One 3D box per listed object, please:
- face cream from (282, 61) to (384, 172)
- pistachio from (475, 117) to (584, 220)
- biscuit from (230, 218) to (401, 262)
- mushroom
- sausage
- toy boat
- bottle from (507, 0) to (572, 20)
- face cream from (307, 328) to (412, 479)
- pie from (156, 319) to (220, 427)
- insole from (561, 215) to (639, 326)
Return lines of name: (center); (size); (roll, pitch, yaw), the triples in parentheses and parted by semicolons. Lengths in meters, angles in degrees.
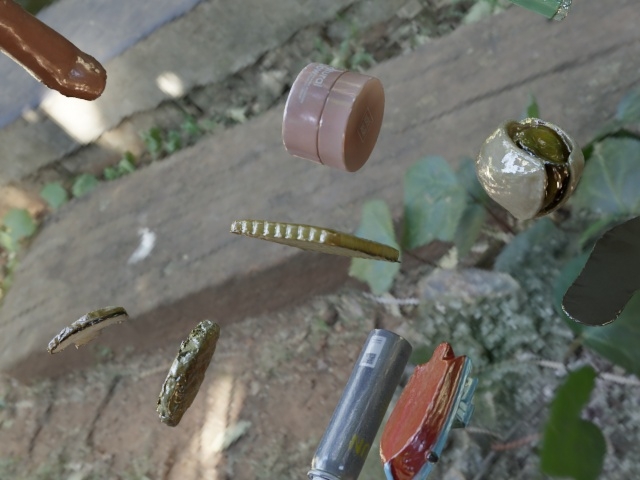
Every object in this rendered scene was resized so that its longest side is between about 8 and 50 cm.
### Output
face cream: (0.021, -0.187, 1.640); (0.104, 0.149, 0.149); (18, 67, 21)
pistachio: (0.305, -0.108, 1.594); (0.138, 0.153, 0.238); (-13, 3, -7)
biscuit: (0.000, 0.000, 1.569); (0.172, 0.254, 0.029); (7, 86, 25)
mushroom: (-0.274, 0.105, 1.271); (0.101, 0.049, 0.019); (-27, 65, -17)
sausage: (-0.383, -0.258, 1.324); (0.078, 0.304, 0.078); (-16, 61, 31)
toy boat: (0.110, 0.188, 1.101); (0.069, 0.059, 0.173); (-17, 36, 49)
bottle: (0.219, -0.256, 1.130); (0.030, 0.083, 0.030); (-158, 90, -87)
face cream: (0.055, 0.267, 1.624); (0.073, 0.073, 0.283); (-3, 51, 45)
pie: (-0.226, 0.227, 1.848); (0.195, 0.046, 0.195); (23, -90, -86)
insole: (0.444, 0.037, 1.590); (0.111, 0.007, 0.328); (25, 40, 27)
